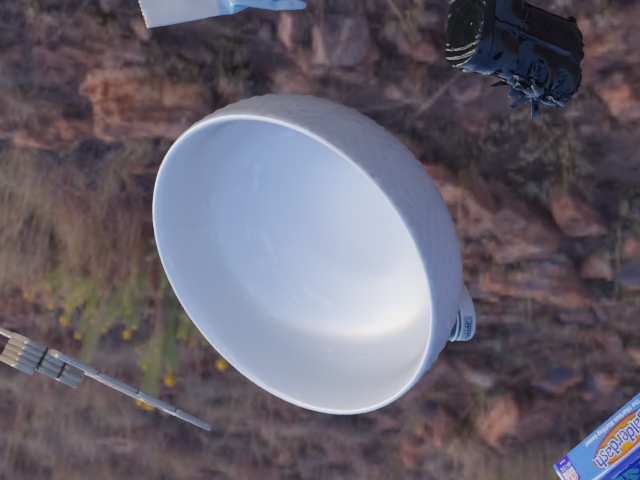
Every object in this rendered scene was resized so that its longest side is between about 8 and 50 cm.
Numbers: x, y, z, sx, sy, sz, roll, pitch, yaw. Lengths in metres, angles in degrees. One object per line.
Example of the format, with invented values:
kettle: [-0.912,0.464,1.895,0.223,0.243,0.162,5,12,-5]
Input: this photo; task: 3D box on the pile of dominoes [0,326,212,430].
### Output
pile of dominoes: [-0.285,0.186,1.419,0.251,0.040,0.196,33,165,-32]

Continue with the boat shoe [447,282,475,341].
boat shoe: [0.121,0.050,1.347,0.070,0.219,0.077,-1,112,-11]

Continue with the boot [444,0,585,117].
boot: [0.129,-0.146,0.715,0.099,0.121,0.045,15,171,-37]

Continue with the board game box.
board game box: [0.363,0.213,1.163,0.210,0.047,0.160,17,124,-44]

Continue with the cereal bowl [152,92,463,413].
cereal bowl: [0.000,0.000,1.134,0.339,0.141,0.339,20,129,26]

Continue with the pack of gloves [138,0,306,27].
pack of gloves: [-0.119,-0.364,1.362,0.232,0.195,0.046,-11,162,-21]
